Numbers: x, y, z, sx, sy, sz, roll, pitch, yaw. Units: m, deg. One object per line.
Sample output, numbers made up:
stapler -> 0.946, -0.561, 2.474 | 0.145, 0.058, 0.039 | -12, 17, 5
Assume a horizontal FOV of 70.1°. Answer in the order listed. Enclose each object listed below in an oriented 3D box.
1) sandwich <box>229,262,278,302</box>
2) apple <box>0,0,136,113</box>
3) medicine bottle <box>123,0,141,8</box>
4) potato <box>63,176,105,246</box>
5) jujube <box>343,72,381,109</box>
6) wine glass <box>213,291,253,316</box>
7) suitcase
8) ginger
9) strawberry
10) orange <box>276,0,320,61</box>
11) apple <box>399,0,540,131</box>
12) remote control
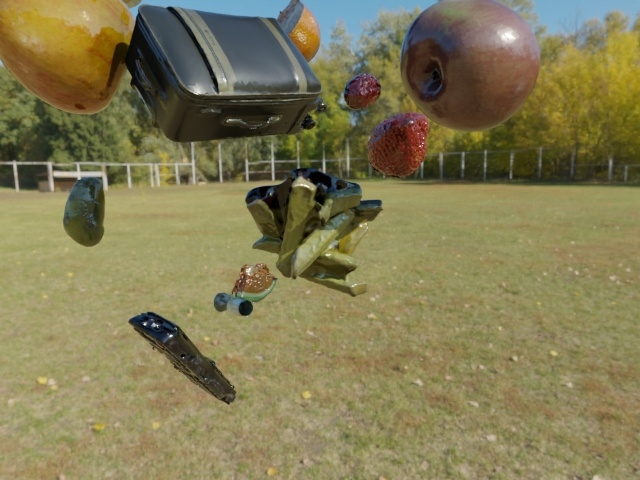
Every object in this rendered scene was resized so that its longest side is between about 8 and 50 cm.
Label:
sandwich -> -0.256, 0.175, 1.849 | 0.079, 0.159, 0.235 | 16, 12, 38
apple -> -0.561, -0.440, 1.007 | 0.275, 0.299, 0.299 | 21, -4, -29
medicine bottle -> -0.632, -0.822, 1.348 | 0.243, 0.242, 0.395 | -4, 17, -17
potato -> -0.620, -0.077, 1.209 | 0.085, 0.188, 0.105 | 5, -3, 29
jujube -> 0.091, -0.331, 1.025 | 0.077, 0.077, 0.129 | 2, 31, 23
wine glass -> -0.295, 0.220, 1.548 | 0.074, 0.074, 0.262 | -6, 0, -29
suitcase -> -0.197, -0.370, 1.030 | 0.434, 0.283, 0.194 | -18, -20, -41
ginger -> 0.000, 0.000, 1.262 | 0.358, 0.211, 0.413 | -29, -41, 21
strawberry -> 0.309, -0.394, 1.816 | 0.239, 0.250, 0.288 | 4, -13, 3
orange -> -0.123, -0.768, 1.709 | 0.274, 0.274, 0.310 | -10, 48, -48
apple -> 0.326, -0.393, 1.031 | 0.235, 0.305, 0.306 | -25, 19, -29
remote control -> -0.310, 0.292, 1.099 | 0.145, 0.398, 0.062 | 20, 60, 26
